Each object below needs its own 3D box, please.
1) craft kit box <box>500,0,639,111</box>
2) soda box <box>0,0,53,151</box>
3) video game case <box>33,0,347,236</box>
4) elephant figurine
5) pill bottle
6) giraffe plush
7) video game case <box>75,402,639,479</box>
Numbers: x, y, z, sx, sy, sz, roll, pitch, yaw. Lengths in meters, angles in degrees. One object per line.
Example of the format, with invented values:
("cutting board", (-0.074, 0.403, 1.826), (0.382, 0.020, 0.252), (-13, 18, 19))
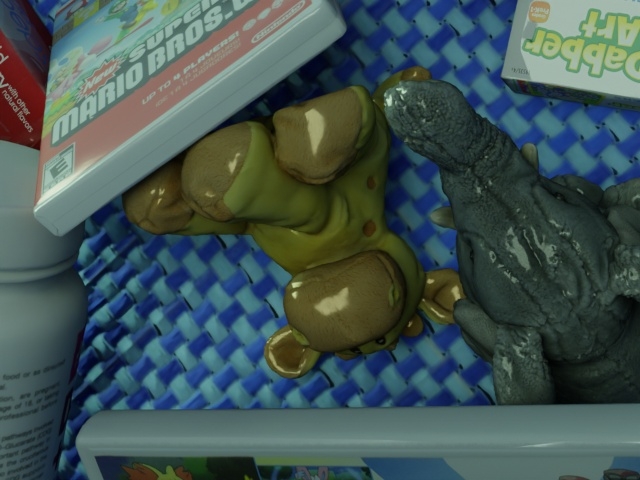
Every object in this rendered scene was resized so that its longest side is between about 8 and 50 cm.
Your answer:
("craft kit box", (0.257, -0.194, 0.743), (0.249, 0.061, 0.247), (11, 91, 20))
("soda box", (-0.260, -0.152, 0.894), (0.083, 0.092, 0.263), (-40, 74, 12))
("video game case", (-0.092, -0.139, 0.773), (0.204, 0.025, 0.285), (-34, 32, 13))
("elephant figurine", (0.130, 0.028, 0.665), (0.186, 0.239, 0.169), (15, 90, 19))
("pill bottle", (-0.239, 0.085, 0.790), (0.160, 0.160, 0.283), (21, 110, 19))
("giraffe plush", (0.000, 0.000, 0.760), (0.181, 0.210, 0.171), (-14, 98, 35))
("video game case", (0.051, 0.222, 0.689), (0.329, 0.036, 0.300), (-4, 118, 23))
